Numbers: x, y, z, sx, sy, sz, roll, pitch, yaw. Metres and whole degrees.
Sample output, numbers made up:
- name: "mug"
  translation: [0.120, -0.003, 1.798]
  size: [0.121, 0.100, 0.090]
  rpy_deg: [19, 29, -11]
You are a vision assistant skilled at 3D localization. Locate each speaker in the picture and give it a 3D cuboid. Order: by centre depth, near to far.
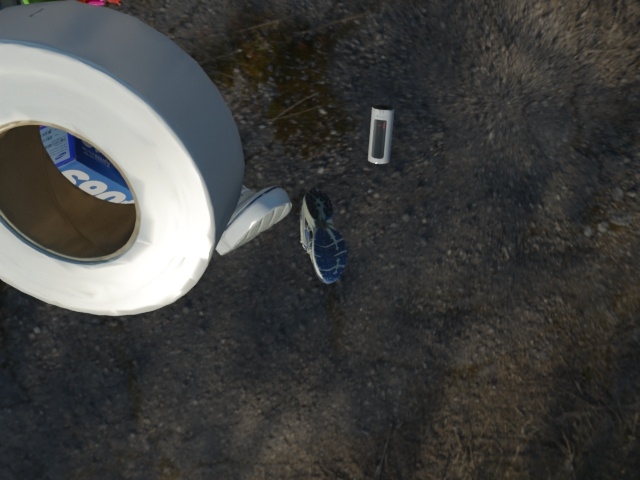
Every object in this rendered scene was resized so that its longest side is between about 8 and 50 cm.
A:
- name: "speaker"
  translation: [0.147, -0.259, 1.608]
  size: [0.055, 0.055, 0.136]
  rpy_deg: [10, 116, 13]

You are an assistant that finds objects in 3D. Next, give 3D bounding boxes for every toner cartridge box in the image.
- name: "toner cartridge box"
  translation: [-0.330, -0.064, 1.029]
  size: [0.165, 0.348, 0.075]
  rpy_deg: [-17, 69, 17]

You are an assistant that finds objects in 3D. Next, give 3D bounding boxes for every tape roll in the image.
- name: "tape roll"
  translation: [-0.219, -0.066, 0.611]
  size: [0.286, 0.100, 0.286]
  rpy_deg: [7, 129, 9]

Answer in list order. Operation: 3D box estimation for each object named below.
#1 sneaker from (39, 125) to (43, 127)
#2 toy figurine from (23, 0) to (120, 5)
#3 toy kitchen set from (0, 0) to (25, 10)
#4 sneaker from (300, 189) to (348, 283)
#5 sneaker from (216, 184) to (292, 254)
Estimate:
- name: "sneaker"
  translation: [-0.456, -0.265, 1.222]
  size: [0.087, 0.221, 0.128]
  rpy_deg: [18, 104, 51]
- name: "toy figurine"
  translation: [-0.260, -0.327, 0.798]
  size: [0.159, 0.173, 0.130]
  rpy_deg: [-3, 74, 2]
- name: "toy kitchen set"
  translation: [-0.600, -0.461, 1.266]
  size: [0.166, 0.122, 0.207]
  rpy_deg: [-8, 97, 49]
- name: "sneaker"
  translation: [0.000, 0.000, 0.928]
  size: [0.052, 0.058, 0.135]
  rpy_deg: [0, 66, -23]
- name: "sneaker"
  translation: [-0.121, -0.042, 0.938]
  size: [0.094, 0.258, 0.091]
  rpy_deg: [-32, 93, -26]
